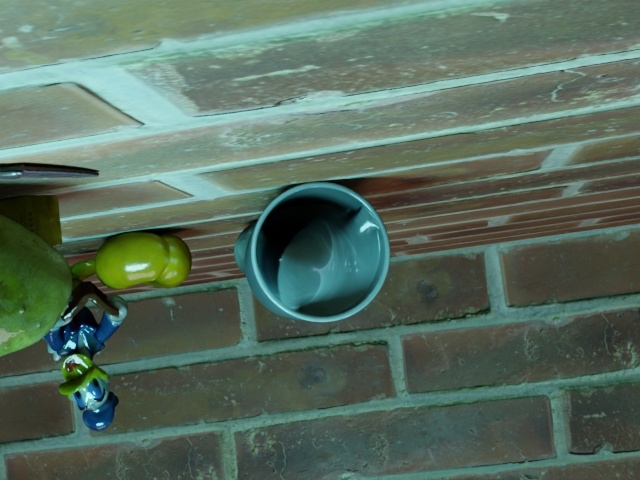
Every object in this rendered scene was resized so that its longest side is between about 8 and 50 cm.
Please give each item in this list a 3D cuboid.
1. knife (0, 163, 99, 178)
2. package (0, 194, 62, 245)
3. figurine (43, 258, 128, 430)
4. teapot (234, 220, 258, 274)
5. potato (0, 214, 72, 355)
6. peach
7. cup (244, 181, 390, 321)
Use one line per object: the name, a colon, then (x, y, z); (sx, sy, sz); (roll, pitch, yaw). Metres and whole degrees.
knife: (-0.331, -0.074, 1.053); (0.035, 0.018, 0.247); (-15, 174, 38)
package: (-0.397, -0.017, 1.269); (0.131, 0.071, 0.047); (-9, 173, 30)
figurine: (-0.429, 0.183, 1.842); (0.204, 0.338, 0.283); (-9, 164, -34)
teapot: (-0.081, 0.009, 1.821); (0.149, 0.111, 0.108); (-1, 159, -14)
potato: (-0.449, 0.051, 1.154); (0.307, 0.210, 0.173); (3, -168, -18)
peach: (-0.319, 0.037, 1.798); (0.179, 0.103, 0.179); (-6, 174, -1)
cup: (-0.020, 0.030, 1.582); (0.205, 0.205, 0.312); (-7, 176, -9)
